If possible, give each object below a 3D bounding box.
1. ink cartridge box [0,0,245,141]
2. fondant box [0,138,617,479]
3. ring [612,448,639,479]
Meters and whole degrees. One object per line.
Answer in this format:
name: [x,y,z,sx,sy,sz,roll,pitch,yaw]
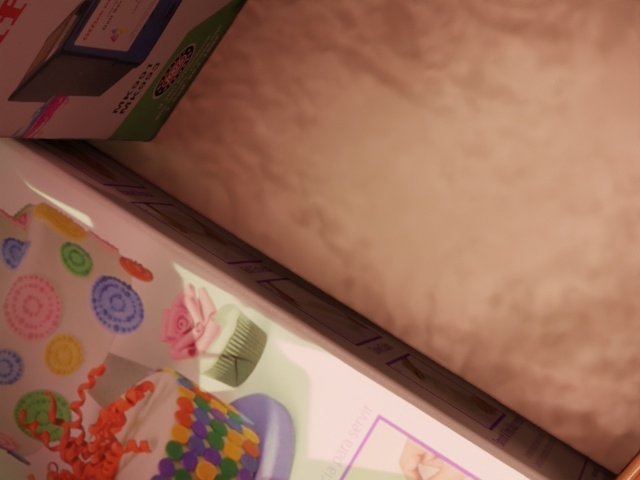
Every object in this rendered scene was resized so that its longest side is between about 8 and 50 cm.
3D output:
ink cartridge box: [-0.078,-0.115,0.491,0.093,0.212,0.154,37,99,10]
fondant box: [-0.041,0.135,0.551,0.330,0.096,0.238,32,98,10]
ring: [0.000,0.000,0.411,0.336,0.032,0.337,-3,109,-9]
